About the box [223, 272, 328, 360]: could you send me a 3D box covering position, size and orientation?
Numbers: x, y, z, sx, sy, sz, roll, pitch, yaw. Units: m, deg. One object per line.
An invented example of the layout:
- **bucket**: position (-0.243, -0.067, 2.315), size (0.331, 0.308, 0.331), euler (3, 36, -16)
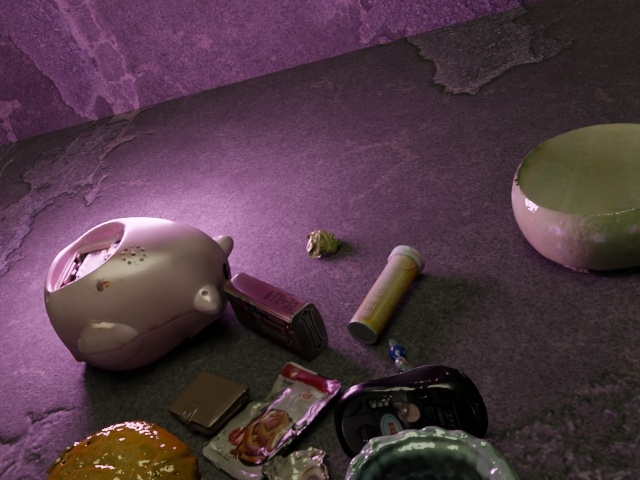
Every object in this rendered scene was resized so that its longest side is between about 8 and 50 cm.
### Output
- **box**: position (-0.092, 0.146, 1.355), size (0.069, 0.120, 0.224), euler (-40, 36, -28)

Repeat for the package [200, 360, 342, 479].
- **package**: position (-0.082, 0.311, 1.183), size (0.154, 0.030, 0.239), euler (15, 47, 45)

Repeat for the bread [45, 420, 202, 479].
- **bread**: position (-0.262, 0.356, 0.903), size (0.240, 0.139, 0.240), euler (-16, 33, 11)

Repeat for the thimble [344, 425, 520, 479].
- **thimble**: position (0.153, 0.349, 0.863), size (0.250, 0.171, 0.205), euler (9, 41, 40)

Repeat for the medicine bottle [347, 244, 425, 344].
- **medicine bottle**: position (0.130, 0.105, 1.337), size (0.074, 0.073, 0.218), euler (5, 42, 35)

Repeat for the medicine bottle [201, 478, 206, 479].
- **medicine bottle**: position (-0.207, 0.454, 0.964), size (0.150, 0.112, 0.222), euler (-15, 33, 9)

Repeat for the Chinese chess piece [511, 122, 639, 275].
- **Chinese chess piece**: position (0.550, -0.088, 1.316), size (0.350, 0.146, 0.349), euler (-14, 33, 9)

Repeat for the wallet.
- **wallet**: position (-0.207, 0.299, 1.260), size (0.153, 0.038, 0.118), euler (9, 42, 48)

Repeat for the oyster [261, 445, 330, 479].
- **oyster**: position (-0.032, 0.378, 1.036), size (0.109, 0.053, 0.165), euler (2, 21, -13)

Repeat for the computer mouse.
- **computer mouse**: position (0.137, 0.265, 1.041), size (0.234, 0.137, 0.096), euler (-12, 13, 17)

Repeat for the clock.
- **clock**: position (-0.385, 0.092, 1.474), size (0.377, 0.250, 0.368), euler (-15, 33, 10)

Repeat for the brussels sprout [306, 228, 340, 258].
- **brussels sprout**: position (0.000, 0.000, 1.582), size (0.085, 0.058, 0.085), euler (-12, 16, 4)

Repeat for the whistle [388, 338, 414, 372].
- **whistle**: position (0.141, 0.206, 1.220), size (0.033, 0.029, 0.083), euler (10, 31, -22)
